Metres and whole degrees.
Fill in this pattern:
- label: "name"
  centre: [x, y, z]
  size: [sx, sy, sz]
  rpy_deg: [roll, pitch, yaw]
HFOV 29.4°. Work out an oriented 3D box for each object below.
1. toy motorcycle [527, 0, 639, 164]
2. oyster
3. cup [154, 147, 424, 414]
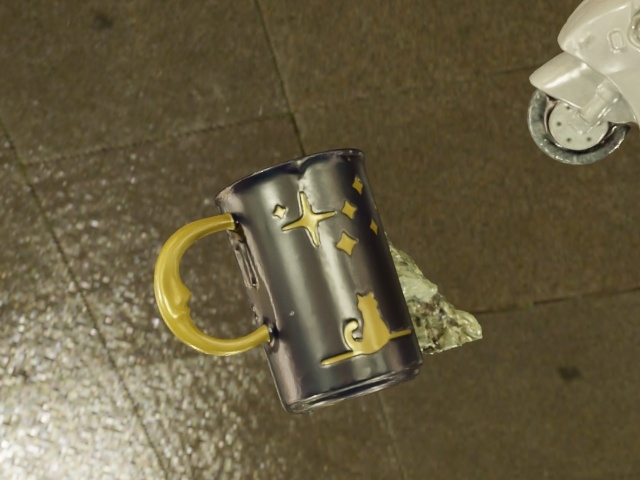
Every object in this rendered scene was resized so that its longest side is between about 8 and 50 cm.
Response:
- label: "toy motorcycle"
  centre: [0.270, -0.131, 0.834]
  size: [0.260, 0.110, 0.171]
  rpy_deg: [-2, 113, 14]
- label: "oyster"
  centre: [0.067, 0.035, 1.524]
  size: [0.087, 0.252, 0.199]
  rpy_deg: [-47, 137, 14]
- label: "cup"
  centre: [-0.038, 0.061, 1.336]
  size: [0.255, 0.178, 0.256]
  rpy_deg: [-16, 82, -1]
